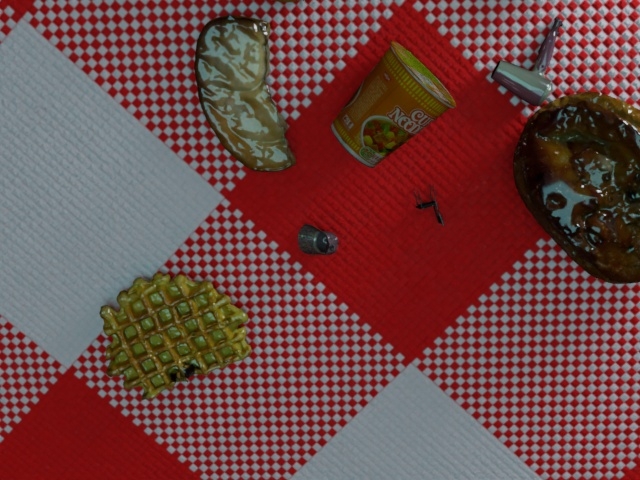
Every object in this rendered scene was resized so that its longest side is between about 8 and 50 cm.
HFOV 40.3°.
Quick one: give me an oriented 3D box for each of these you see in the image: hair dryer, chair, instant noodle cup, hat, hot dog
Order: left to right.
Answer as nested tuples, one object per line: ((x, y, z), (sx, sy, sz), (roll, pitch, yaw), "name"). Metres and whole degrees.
((-0.002, -0.001, 1.689), (0.087, 0.042, 0.058), (14, 100, 33), "hat")
((0.119, -0.235, 1.563), (0.168, 0.168, 0.185), (43, 110, -9), "instant noodle cup")
((0.205, -0.063, 1.659), (0.042, 0.037, 0.086), (-19, 100, -5), "chair")
((0.391, -0.332, 1.578), (0.106, 0.054, 0.154), (32, 94, -2), "hair dryer")
((0.523, -0.090, 1.568), (0.267, 0.174, 0.387), (-43, 101, 15), "hot dog")

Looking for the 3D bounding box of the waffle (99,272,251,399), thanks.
((-0.293, 0.197, 1.741), (0.309, 0.065, 0.283), (20, 103, 0), "waffle")

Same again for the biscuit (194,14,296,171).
((-0.146, -0.265, 1.613), (0.154, 0.045, 0.299), (-9, 106, 4), "biscuit")
